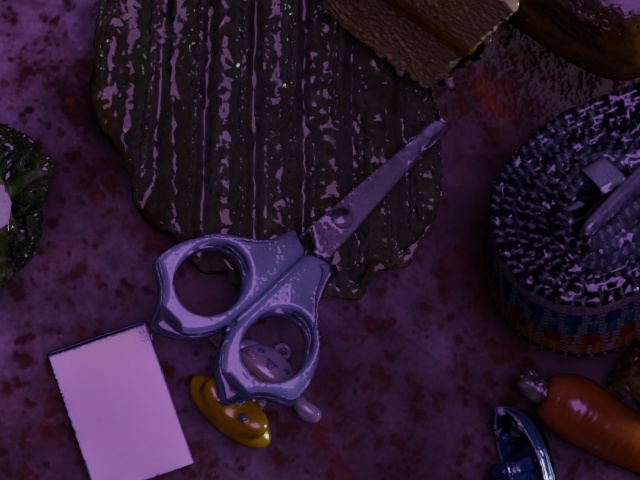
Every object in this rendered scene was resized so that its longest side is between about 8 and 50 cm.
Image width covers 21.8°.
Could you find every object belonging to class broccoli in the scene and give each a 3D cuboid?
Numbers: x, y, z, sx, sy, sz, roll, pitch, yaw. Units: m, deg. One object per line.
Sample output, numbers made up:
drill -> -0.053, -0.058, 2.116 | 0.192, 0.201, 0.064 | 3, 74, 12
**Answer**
broccoli -> -0.338, -0.037, 1.544 | 0.195, 0.156, 0.195 | 0, 90, -17

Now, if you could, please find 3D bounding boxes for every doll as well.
doll -> -0.061, 0.149, 1.634 | 0.135, 0.071, 0.113 | 20, 61, -10

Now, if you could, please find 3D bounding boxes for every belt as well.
belt -> 0.291, -0.023, 1.658 | 0.207, 0.160, 0.295 | 35, 67, 21

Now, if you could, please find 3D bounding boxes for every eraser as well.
eraser -> -0.194, 0.164, 1.620 | 0.103, 0.023, 0.150 | -19, 88, -12

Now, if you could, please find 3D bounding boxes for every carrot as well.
carrot -> 0.344, 0.218, 1.701 | 0.336, 0.069, 0.069 | 29, 80, -10

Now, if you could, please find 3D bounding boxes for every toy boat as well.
toy boat -> 0.201, 0.232, 1.671 | 0.061, 0.060, 0.137 | -10, 90, -33

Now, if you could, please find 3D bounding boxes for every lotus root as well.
lotus root -> 0.219, -0.318, 1.662 | 0.397, 0.179, 0.196 | 43, 59, 11

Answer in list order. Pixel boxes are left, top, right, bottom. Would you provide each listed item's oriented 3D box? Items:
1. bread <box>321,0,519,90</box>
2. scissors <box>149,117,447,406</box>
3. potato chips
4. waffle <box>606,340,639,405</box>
bread -> 0.093, -0.255, 1.551 | 0.141, 0.266, 0.178 | 5, 77, -16
scissors -> 0.000, 0.000, 1.611 | 0.360, 0.029, 0.191 | -44, 93, -14
potato chips -> -0.051, -0.147, 1.657 | 0.358, 0.070, 0.429 | 0, 86, -14
waffle -> 0.436, 0.054, 1.659 | 0.091, 0.213, 0.308 | 44, 80, 0
